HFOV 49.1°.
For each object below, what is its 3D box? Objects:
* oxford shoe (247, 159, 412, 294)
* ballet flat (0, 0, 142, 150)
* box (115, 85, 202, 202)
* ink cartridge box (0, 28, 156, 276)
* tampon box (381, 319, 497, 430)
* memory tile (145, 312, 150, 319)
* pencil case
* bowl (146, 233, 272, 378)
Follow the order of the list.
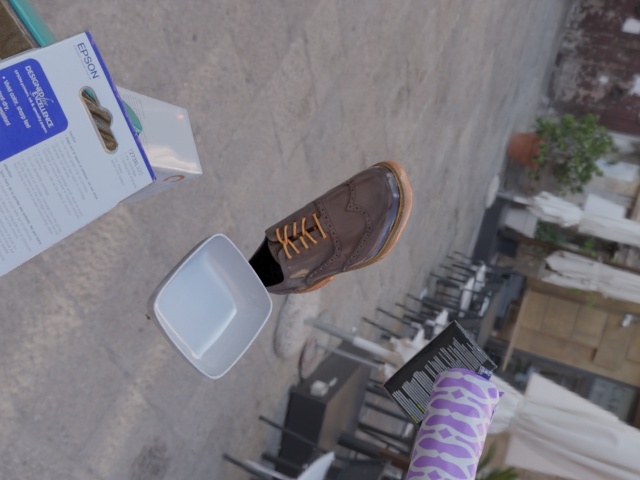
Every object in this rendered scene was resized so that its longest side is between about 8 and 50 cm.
[{"bbox_3d":[0.000,0.000,1.069,0.132,0.130,0.363,-10,158,-39],"label":"oxford shoe"},{"bbox_3d":[-0.398,-0.231,1.005,0.124,0.116,0.342,-32,145,4],"label":"ballet flat"},{"bbox_3d":[-0.449,-0.200,1.486,0.345,0.215,0.168,5,69,-66],"label":"box"},{"bbox_3d":[-0.335,-0.049,0.642,0.371,0.069,0.176,-39,119,-37],"label":"ink cartridge box"},{"bbox_3d":[0.192,0.227,1.165,0.161,0.101,0.120,-40,167,-6],"label":"tampon box"},{"bbox_3d":[-0.232,0.119,1.268,0.113,0.148,0.012,-31,112,-58],"label":"memory tile"},{"bbox_3d":[0.158,0.255,0.843,0.206,0.088,0.086,-65,-171,-29],"label":"pencil case"},{"bbox_3d":[-0.139,0.080,0.847,0.142,0.053,0.142,-52,122,-34],"label":"bowl"}]
